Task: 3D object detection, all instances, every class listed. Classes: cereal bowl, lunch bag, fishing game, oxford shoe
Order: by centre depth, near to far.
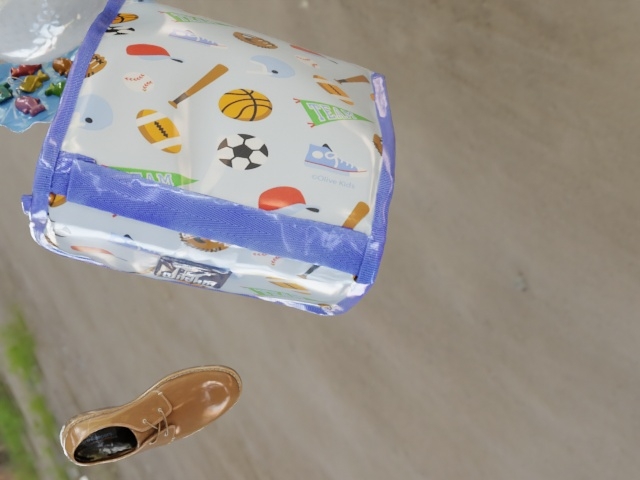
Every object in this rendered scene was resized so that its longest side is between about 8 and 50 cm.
[{"bbox_3d":[-0.104,-0.072,1.380,0.385,0.328,0.238,-98,23,-70],"label":"lunch bag"},{"bbox_3d":[-0.182,0.203,1.547,0.076,0.212,0.076,-144,33,-73],"label":"oxford shoe"},{"bbox_3d":[-0.279,-0.344,1.642,0.141,0.339,0.339,34,175,-27],"label":"cereal bowl"},{"bbox_3d":[-0.367,-0.210,1.814,0.264,0.189,0.041,32,150,39],"label":"fishing game"}]
